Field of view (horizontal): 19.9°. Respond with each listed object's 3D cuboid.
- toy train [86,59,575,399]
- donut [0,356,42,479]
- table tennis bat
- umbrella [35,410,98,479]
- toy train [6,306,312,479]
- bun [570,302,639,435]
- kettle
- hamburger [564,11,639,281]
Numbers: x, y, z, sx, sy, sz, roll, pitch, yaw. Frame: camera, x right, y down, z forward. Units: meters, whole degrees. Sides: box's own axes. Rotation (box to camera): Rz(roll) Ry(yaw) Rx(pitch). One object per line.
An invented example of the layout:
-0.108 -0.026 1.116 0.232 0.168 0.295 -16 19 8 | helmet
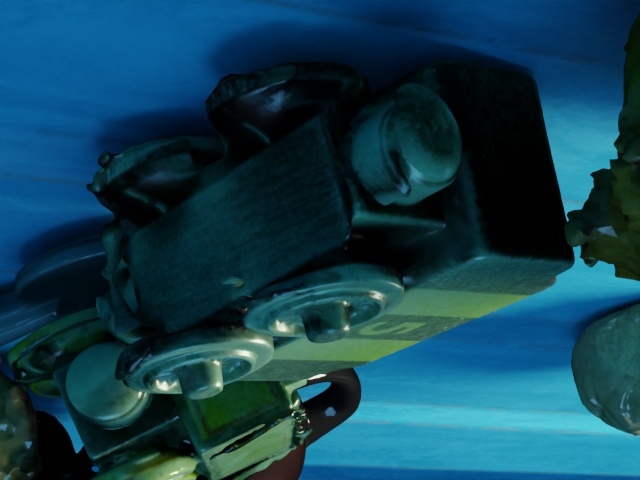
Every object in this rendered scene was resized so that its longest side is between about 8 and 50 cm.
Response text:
0.000 0.000 1.106 0.238 0.167 0.299 4 159 -42 | toy train
-0.410 0.155 1.444 0.259 0.136 0.345 -17 157 31 | donut
-0.175 0.035 1.326 0.237 0.038 0.149 -22 162 30 | table tennis bat
-0.218 0.220 1.555 0.106 0.113 0.358 47 162 -25 | umbrella
-0.113 0.114 1.331 0.188 0.159 0.271 -25 169 -6 | toy train
0.334 0.123 1.609 0.221 0.108 0.221 -6 160 -2 | bun
-0.065 0.153 1.572 0.202 0.144 0.232 -35 163 1 | kettle
0.283 -0.025 0.966 0.287 0.268 0.445 0 160 -16 | hamburger
